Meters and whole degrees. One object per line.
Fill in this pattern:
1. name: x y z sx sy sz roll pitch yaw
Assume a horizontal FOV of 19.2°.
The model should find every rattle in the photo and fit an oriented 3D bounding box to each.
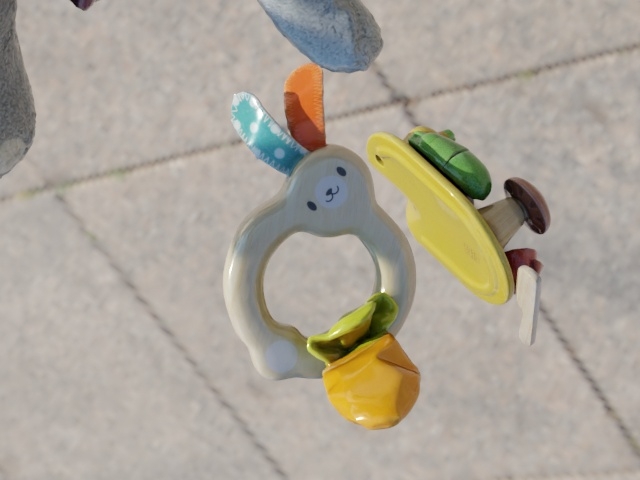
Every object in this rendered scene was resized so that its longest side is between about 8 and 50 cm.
1. rattle: 0.000 0.000 1.164 0.130 0.143 0.200 2 104 6

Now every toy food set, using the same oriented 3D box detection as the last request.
1. toy food set: 0.128 -0.022 1.502 0.218 0.071 0.128 46 162 32

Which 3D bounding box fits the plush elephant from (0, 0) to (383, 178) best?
1. plush elephant: -0.061 -0.180 0.860 0.255 0.272 0.330 26 145 33
